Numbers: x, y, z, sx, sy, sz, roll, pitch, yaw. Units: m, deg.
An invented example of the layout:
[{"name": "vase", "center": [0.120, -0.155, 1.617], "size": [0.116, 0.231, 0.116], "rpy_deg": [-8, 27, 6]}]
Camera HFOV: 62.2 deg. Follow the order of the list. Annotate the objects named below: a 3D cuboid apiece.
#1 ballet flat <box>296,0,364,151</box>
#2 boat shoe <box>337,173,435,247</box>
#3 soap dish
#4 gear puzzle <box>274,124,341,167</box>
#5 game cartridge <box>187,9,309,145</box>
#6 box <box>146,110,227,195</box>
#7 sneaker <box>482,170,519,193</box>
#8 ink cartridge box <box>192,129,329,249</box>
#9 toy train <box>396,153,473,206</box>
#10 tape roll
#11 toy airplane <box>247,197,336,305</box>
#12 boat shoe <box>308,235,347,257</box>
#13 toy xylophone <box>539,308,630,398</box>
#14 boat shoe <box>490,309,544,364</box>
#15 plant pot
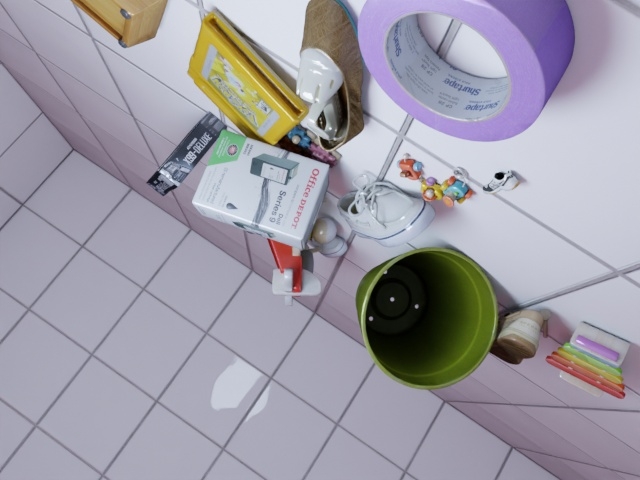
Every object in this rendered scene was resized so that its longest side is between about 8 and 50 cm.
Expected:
[{"name": "ballet flat", "center": [0.012, -0.274, 0.974], "size": [0.116, 0.124, 0.342], "rpy_deg": [30, 163, 17]}, {"name": "boat shoe", "center": [0.131, -0.088, 1.298], "size": [0.156, 0.136, 0.367], "rpy_deg": [43, 172, -17]}, {"name": "soap dish", "center": [-0.475, -0.564, 1.135], "size": [0.291, 0.118, 0.229], "rpy_deg": [39, 164, -18]}, {"name": "gear puzzle", "center": [-0.068, -0.219, 1.445], "size": [0.175, 0.044, 0.339], "rpy_deg": [37, 164, -8]}, {"name": "game cartridge", "center": [-0.185, -0.348, 1.246], "size": [0.285, 0.052, 0.324], "rpy_deg": [45, 162, -11]}, {"name": "box", "center": [-0.432, -0.267, 1.690], "size": [0.076, 0.242, 0.307], "rpy_deg": [40, 164, -18]}, {"name": "sneaker", "center": [0.331, -0.110, 0.988], "size": [0.037, 0.032, 0.083], "rpy_deg": [53, 155, -12]}, {"name": "ink cartridge box", "center": [-0.141, -0.127, 1.341], "size": [0.289, 0.211, 0.121], "rpy_deg": [18, 168, 4]}, {"name": "toy train", "center": [0.234, -0.119, 1.116], "size": [0.166, 0.046, 0.125], "rpy_deg": [20, 159, 43]}, {"name": "tape roll", "center": [0.189, -0.261, 0.722], "size": [0.275, 0.090, 0.275], "rpy_deg": [33, 164, 10]}, {"name": "toy airplane", "center": [-0.067, 0.010, 1.685], "size": [0.386, 0.272, 0.384], "rpy_deg": [-154, 49, -71]}, {"name": "boat shoe", "center": [0.000, 0.000, 1.872], "size": [0.226, 0.083, 0.076], "rpy_deg": [16, 156, 51]}, {"name": "toy xylophone", "center": [0.669, 0.292, 1.366], "size": [0.236, 0.081, 0.322], "rpy_deg": [23, 160, 37]}, {"name": "boat shoe", "center": [0.528, 0.263, 1.463], "size": [0.121, 0.110, 0.341], "rpy_deg": [30, 167, 6]}, {"name": "plant pot", "center": [0.254, 0.195, 1.523], "size": [0.366, 0.366, 0.353], "rpy_deg": [37, 175, -8]}]
